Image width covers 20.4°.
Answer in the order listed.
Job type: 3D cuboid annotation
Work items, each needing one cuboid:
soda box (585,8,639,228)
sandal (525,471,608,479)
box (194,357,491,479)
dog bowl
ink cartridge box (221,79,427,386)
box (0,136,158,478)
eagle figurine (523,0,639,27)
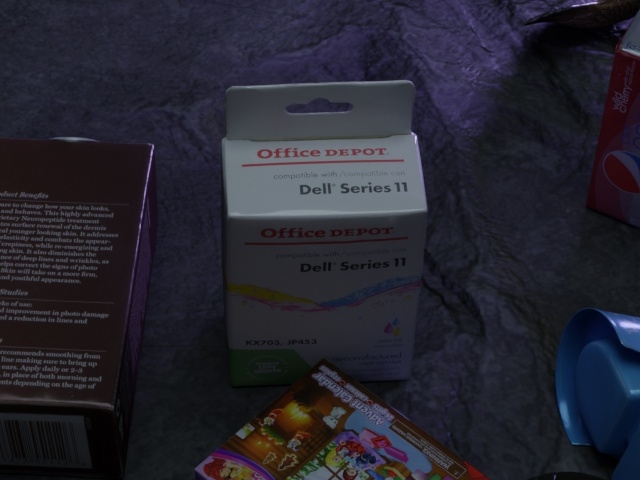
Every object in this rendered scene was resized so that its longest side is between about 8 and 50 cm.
[{"bbox_3d":[0.376,-0.134,2.045,0.092,0.263,0.083,23,53,19],"label":"soda box"},{"bbox_3d":[0.287,0.298,1.677,0.303,0.086,0.120,11,33,34],"label":"sandal"},{"bbox_3d":[0.044,0.269,1.813,0.293,0.057,0.201,34,56,26],"label":"box"},{"bbox_3d":[0.334,0.200,1.822,0.074,0.166,0.297,-2,47,-20],"label":"dog bowl"},{"bbox_3d":[0.000,0.000,1.854,0.207,0.353,0.119,-2,48,-3],"label":"ink cartridge box"},{"bbox_3d":[-0.290,0.066,1.935,0.191,0.143,0.381,3,50,1],"label":"box"},{"bbox_3d":[0.437,-0.307,2.286,0.298,0.225,0.226,-48,16,-3],"label":"eagle figurine"}]
